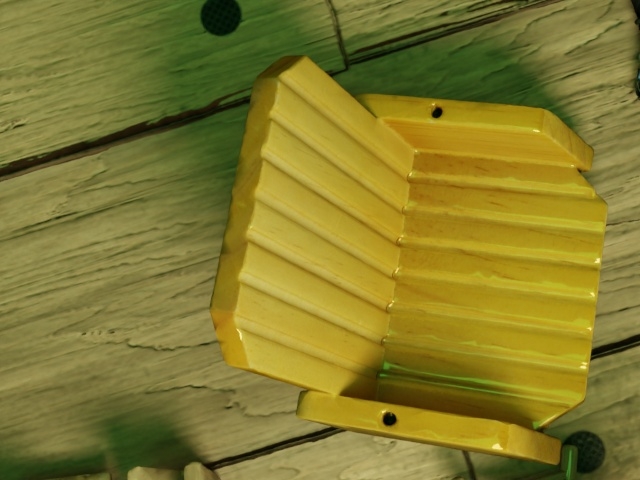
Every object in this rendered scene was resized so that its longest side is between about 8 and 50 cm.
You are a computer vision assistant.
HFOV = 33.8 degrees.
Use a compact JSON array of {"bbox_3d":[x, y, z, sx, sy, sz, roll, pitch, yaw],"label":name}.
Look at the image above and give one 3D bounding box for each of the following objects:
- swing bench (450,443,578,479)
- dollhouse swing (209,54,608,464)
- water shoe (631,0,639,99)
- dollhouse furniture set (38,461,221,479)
[{"bbox_3d":[0.279,0.351,1.040,0.165,0.253,0.254,-10,87,-23],"label":"swing bench"},{"bbox_3d":[0.106,0.011,1.011,0.315,0.305,0.346,7,76,15],"label":"dollhouse swing"},{"bbox_3d":[0.379,-0.188,1.153,0.080,0.073,0.203,-29,87,5],"label":"water shoe"},{"bbox_3d":[-0.274,0.464,1.153,0.362,0.256,0.394,-7,68,3],"label":"dollhouse furniture set"}]
